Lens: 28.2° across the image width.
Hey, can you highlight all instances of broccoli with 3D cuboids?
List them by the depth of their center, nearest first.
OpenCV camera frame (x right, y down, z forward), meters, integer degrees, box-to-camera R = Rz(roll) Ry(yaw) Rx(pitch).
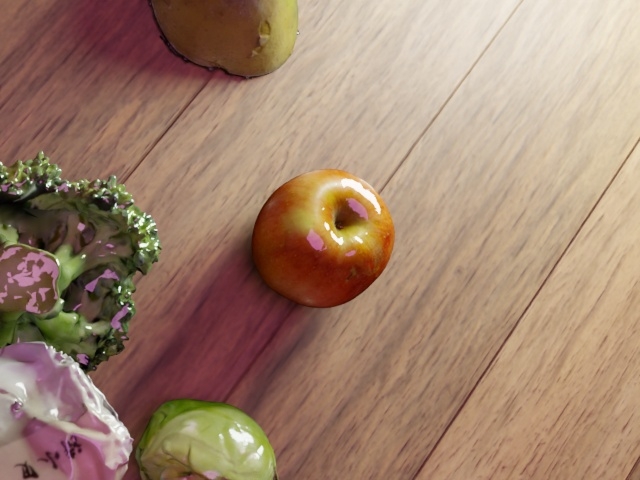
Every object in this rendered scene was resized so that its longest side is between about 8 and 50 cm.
[{"bbox_3d":[-0.315,0.038,1.284,0.235,0.260,0.288,26,74,18],"label":"broccoli"}]

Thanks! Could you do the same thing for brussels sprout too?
[{"bbox_3d":[-0.115,0.234,1.388,0.151,0.149,0.122,61,42,-47],"label":"brussels sprout"}]

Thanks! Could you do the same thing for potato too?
[{"bbox_3d":[-0.096,-0.295,1.476,0.182,0.117,0.202,-22,91,-26],"label":"potato"}]

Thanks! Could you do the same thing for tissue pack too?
[{"bbox_3d":[-0.373,0.271,1.161,0.375,0.390,0.195,-27,71,-26],"label":"tissue pack"}]

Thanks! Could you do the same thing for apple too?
[{"bbox_3d":[0.000,0.000,1.468,0.163,0.139,0.163,9,67,-23],"label":"apple"}]
